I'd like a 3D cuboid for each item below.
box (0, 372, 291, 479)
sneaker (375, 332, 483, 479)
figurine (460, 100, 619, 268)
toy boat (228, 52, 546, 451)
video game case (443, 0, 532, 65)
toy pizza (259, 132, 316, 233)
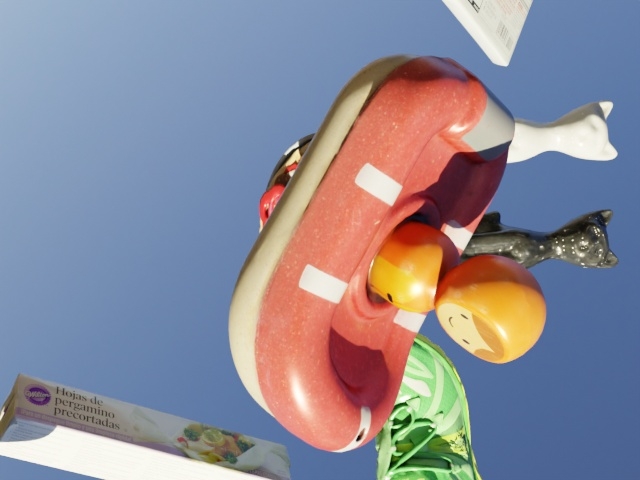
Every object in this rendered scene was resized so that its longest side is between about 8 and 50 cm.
[{"bbox_3d":[-0.185,0.227,1.043,0.067,0.324,0.063,-56,-152,28],"label":"box"},{"bbox_3d":[0.109,0.226,1.026,0.109,0.296,0.123,-18,-170,24],"label":"sneaker"},{"bbox_3d":[0.250,-0.063,1.130,0.092,0.209,0.215,-107,-165,-80],"label":"figurine"},{"bbox_3d":[0.057,0.020,0.546,0.151,0.151,0.231,31,-86,32],"label":"toy boat"},{"bbox_3d":[0.195,-0.306,1.001,0.023,0.212,0.193,21,-89,27],"label":"video game case"},{"bbox_3d":[0.000,0.000,0.887,0.201,0.032,0.201,7,-81,49],"label":"toy pizza"}]
